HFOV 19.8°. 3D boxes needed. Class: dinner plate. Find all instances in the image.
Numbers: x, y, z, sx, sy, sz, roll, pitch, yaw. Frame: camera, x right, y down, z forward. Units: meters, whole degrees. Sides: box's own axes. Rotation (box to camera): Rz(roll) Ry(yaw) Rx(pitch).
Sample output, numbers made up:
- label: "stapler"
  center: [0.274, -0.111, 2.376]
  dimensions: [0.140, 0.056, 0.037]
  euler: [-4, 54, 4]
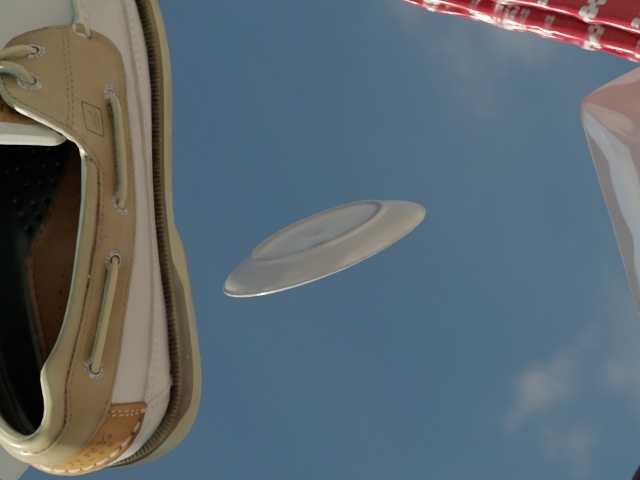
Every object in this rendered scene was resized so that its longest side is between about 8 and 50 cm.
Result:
- label: "dinner plate"
  center: [0.000, 0.000, 1.188]
  dimensions: [0.141, 0.141, 0.017]
  euler: [-37, -70, -45]

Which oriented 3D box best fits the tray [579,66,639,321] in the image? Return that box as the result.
- label: "tray"
  center: [0.220, 0.020, 0.861]
  dimensions: [0.145, 0.030, 0.270]
  euler: [-28, -60, -11]

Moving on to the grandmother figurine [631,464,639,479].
- label: "grandmother figurine"
  center: [0.120, 0.162, 0.713]
  dimensions: [0.342, 0.104, 0.208]
  euler: [-18, -60, -67]

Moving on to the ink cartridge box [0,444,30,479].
- label: "ink cartridge box"
  center: [-0.241, 0.078, 1.246]
  dimensions: [0.176, 0.128, 0.127]
  euler: [-50, -59, -15]

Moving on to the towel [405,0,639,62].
- label: "towel"
  center: [0.121, -0.132, 0.637]
  dimensions: [0.199, 0.274, 0.031]
  euler: [-53, -33, -29]

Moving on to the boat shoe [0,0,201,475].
- label: "boat shoe"
  center: [-0.128, -0.048, 0.811]
  dimensions: [0.103, 0.113, 0.302]
  euler: [10, -119, -69]
